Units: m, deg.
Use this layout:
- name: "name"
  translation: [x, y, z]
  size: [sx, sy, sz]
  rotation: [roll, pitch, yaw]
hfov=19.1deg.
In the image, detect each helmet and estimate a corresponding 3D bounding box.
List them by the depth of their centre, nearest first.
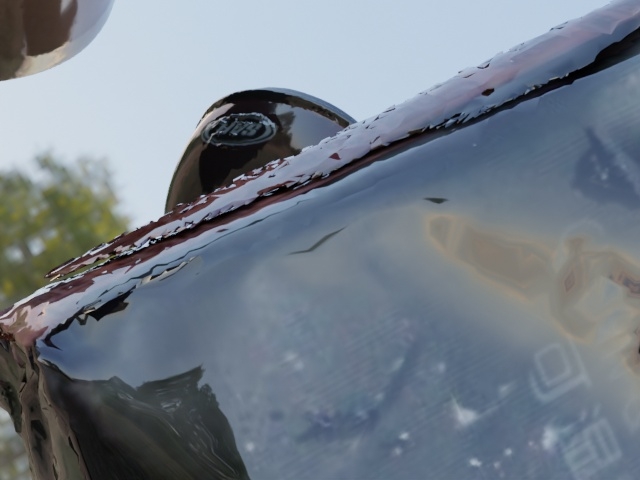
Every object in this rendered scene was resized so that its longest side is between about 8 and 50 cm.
- name: "helmet"
  translation: [0.000, 0.000, 1.198]
  size: [0.189, 0.193, 0.216]
  rotation: [4, -40, 40]

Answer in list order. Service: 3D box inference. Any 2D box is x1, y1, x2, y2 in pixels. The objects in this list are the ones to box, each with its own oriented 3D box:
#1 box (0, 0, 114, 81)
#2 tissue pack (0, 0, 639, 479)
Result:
- name: "box"
  translation: [-0.258, -0.265, 1.175]
  size: [0.301, 0.301, 0.216]
  rotation: [46, -35, 28]
- name: "tissue pack"
  translation: [0.092, 0.060, 0.551]
  size: [0.123, 0.332, 0.245]
  rotation: [2, -65, 65]
